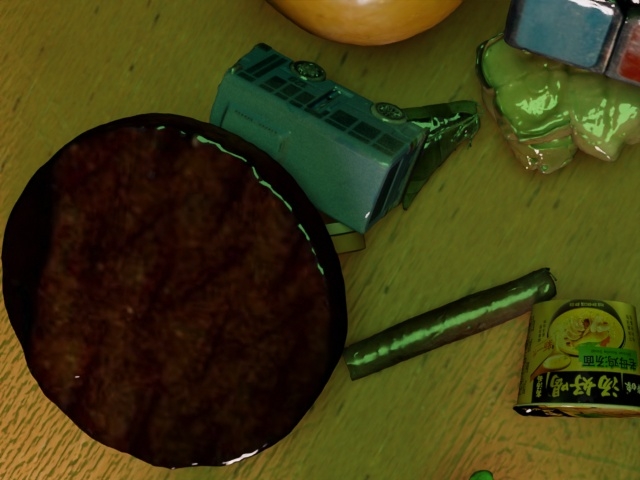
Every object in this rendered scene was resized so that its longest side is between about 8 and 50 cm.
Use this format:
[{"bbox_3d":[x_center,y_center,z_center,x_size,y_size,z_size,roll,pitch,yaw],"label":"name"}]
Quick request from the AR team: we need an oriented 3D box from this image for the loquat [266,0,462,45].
[{"bbox_3d":[0.023,-0.359,1.131,0.359,0.328,0.328,-27,83,1],"label":"loquat"}]

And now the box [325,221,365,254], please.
[{"bbox_3d":[0.000,0.000,1.220,0.105,0.105,0.037,-9,90,7],"label":"box"}]

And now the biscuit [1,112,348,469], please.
[{"bbox_3d":[-0.164,0.059,1.190,0.407,0.091,0.407,5,108,16],"label":"biscuit"}]

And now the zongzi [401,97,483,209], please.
[{"bbox_3d":[0.142,-0.101,1.237,0.109,0.055,0.119,-8,96,6],"label":"zongzi"}]

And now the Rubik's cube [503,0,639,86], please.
[{"bbox_3d":[0.406,-0.359,1.010,0.358,0.363,0.362,17,61,12],"label":"Rubik's cube"}]

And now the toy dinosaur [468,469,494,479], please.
[{"bbox_3d":[0.153,0.532,1.070,0.374,0.144,0.500,39,83,-13],"label":"toy dinosaur"}]

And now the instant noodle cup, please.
[{"bbox_3d":[0.286,0.131,1.156,0.151,0.151,0.122,0,79,8],"label":"instant noodle cup"}]

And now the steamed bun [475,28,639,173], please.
[{"bbox_3d":[0.281,-0.163,1.195,0.177,0.106,0.192,-26,74,10],"label":"steamed bun"}]

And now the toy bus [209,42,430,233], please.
[{"bbox_3d":[-0.012,-0.118,1.195,0.234,0.133,0.116,29,127,14],"label":"toy bus"}]

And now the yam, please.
[{"bbox_3d":[0.149,0.096,1.222,0.264,0.046,0.046,-23,83,7],"label":"yam"}]
